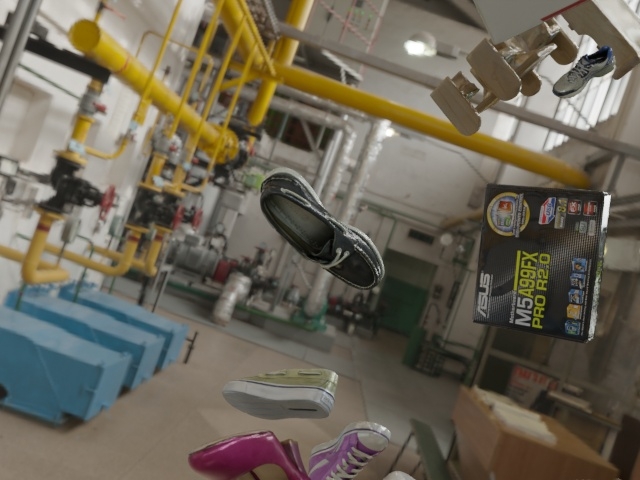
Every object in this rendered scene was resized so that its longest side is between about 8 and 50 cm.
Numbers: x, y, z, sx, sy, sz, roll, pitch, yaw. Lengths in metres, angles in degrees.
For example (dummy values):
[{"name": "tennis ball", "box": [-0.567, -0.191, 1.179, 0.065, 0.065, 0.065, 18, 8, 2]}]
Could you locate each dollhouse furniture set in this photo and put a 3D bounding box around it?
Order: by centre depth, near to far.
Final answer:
[{"name": "dollhouse furniture set", "box": [0.537, -0.408, 1.643, 0.362, 0.394, 0.256, -33, 82, -43]}]

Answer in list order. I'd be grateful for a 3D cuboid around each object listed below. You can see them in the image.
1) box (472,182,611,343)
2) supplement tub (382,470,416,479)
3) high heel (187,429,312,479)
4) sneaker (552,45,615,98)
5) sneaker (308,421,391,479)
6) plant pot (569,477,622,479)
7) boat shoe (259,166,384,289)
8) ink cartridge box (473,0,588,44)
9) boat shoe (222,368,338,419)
[{"name": "box", "box": [0.403, 0.036, 1.287, 0.216, 0.270, 0.060, 9, 6, 33]}, {"name": "supplement tub", "box": [0.086, 0.551, 1.095, 0.228, 0.316, 0.228, 46, 0, 0]}, {"name": "high heel", "box": [-0.098, 0.431, 1.198, 0.127, 0.181, 0.377, -24, -25, 18]}, {"name": "sneaker", "box": [0.500, -0.327, 1.334, 0.052, 0.135, 0.058, 55, 1, 31]}, {"name": "sneaker", "box": [0.061, 0.531, 1.608, 0.102, 0.161, 0.282, 30, -46, -14]}, {"name": "plant pot", "box": [0.305, 0.396, 0.904, 0.109, 0.237, 0.237, 31, 4, 22]}, {"name": "boat shoe", "box": [0.000, 0.000, 1.279, 0.302, 0.114, 0.091, 40, 28, -16]}, {"name": "ink cartridge box", "box": [0.389, -0.495, 1.300, 0.114, 0.197, 0.273, 57, 26, -24]}, {"name": "boat shoe", "box": [-0.087, 0.340, 1.571, 0.302, 0.094, 0.109, -4, -49, 34]}]
